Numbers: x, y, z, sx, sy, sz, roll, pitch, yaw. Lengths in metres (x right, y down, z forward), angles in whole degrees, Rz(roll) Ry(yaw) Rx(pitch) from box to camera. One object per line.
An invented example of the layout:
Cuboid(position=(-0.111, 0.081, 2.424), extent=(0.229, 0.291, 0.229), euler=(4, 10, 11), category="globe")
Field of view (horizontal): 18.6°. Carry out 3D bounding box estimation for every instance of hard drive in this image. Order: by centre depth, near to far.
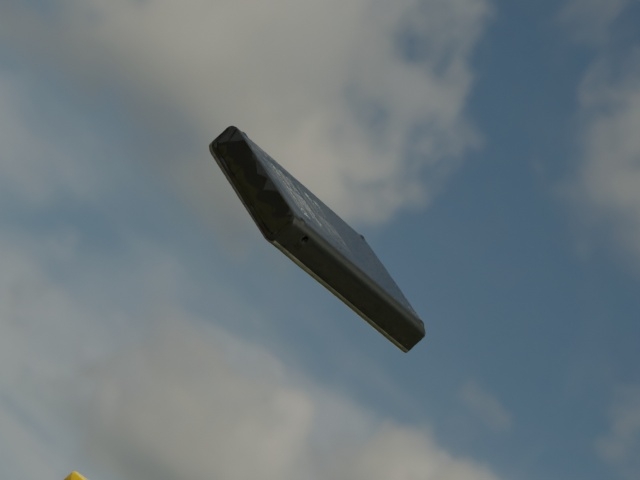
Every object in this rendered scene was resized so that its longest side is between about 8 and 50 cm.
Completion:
Cuboid(position=(0.000, 0.000, 1.089), extent=(0.135, 0.022, 0.094), euler=(40, 11, -43), category="hard drive")

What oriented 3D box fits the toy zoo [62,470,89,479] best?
Cuboid(position=(-0.201, 0.292, 1.354), extent=(0.192, 0.293, 0.030), euler=(51, 3, 41), category="toy zoo")
